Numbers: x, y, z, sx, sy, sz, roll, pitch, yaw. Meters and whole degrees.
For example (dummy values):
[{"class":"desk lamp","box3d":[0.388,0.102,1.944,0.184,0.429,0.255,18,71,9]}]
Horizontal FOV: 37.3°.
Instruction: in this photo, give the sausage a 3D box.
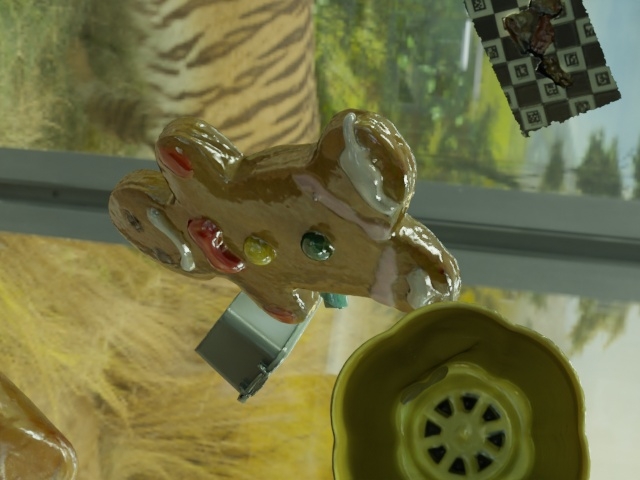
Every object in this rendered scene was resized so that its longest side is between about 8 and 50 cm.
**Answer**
[{"class":"sausage","box3d":[-0.351,0.166,0.938,0.109,0.270,0.109,-46,168,-12]}]

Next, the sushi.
[{"class":"sushi","box3d":[0.284,-0.242,1.199,0.201,0.139,0.031,63,31,-16]}]

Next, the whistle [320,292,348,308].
[{"class":"whistle","box3d":[0.000,0.000,1.227,0.039,0.039,0.186,-41,120,-68]}]

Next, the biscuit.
[{"class":"biscuit","box3d":[-0.068,-0.003,0.977,0.064,0.432,0.283,-58,134,-34]}]

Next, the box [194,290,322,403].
[{"class":"box","box3d":[-0.116,0.159,1.731,0.163,0.135,0.243,-49,-176,35]}]

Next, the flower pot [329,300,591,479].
[{"class":"flower pot","box3d":[0.111,0.158,0.764,0.179,0.195,0.195,54,44,-74]}]
